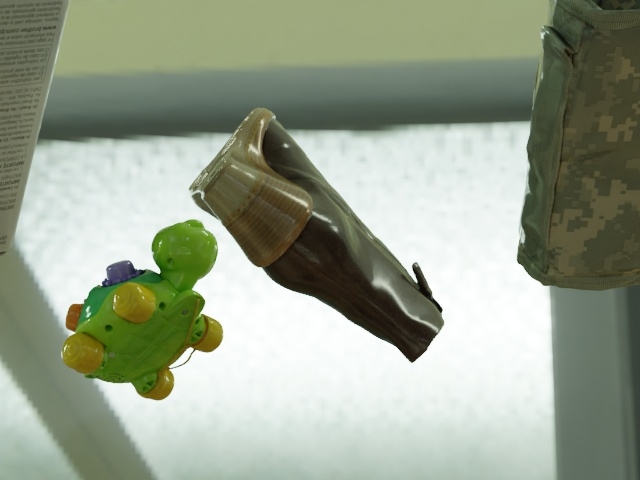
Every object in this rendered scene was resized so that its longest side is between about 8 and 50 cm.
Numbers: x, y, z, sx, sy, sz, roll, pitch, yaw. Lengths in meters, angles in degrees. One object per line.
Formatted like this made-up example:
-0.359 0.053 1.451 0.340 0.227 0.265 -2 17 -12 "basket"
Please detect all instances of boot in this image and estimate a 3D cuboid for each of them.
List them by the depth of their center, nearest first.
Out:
0.000 0.000 1.517 0.207 0.248 0.090 39 -79 -8 "boot"

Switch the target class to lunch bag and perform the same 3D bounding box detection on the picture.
0.251 -0.113 1.349 0.287 0.169 0.235 -21 -44 -27 "lunch bag"

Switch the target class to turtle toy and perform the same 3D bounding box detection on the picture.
-0.113 0.043 1.286 0.130 0.066 0.095 -45 -40 14 "turtle toy"

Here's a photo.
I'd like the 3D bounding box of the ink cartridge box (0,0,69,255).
-0.350 -0.115 1.482 0.151 0.395 0.270 32 28 33 "ink cartridge box"
